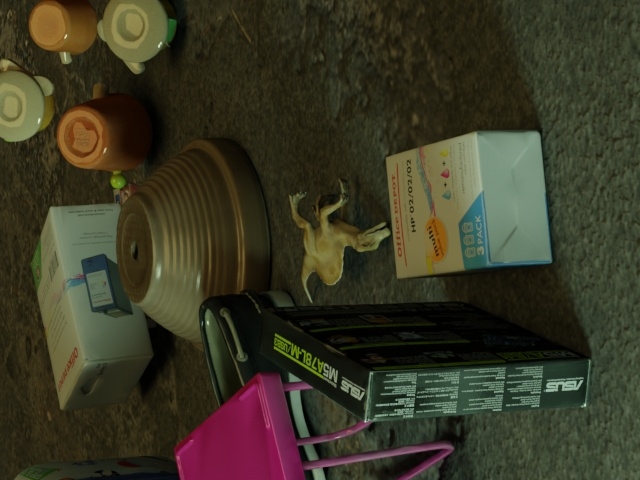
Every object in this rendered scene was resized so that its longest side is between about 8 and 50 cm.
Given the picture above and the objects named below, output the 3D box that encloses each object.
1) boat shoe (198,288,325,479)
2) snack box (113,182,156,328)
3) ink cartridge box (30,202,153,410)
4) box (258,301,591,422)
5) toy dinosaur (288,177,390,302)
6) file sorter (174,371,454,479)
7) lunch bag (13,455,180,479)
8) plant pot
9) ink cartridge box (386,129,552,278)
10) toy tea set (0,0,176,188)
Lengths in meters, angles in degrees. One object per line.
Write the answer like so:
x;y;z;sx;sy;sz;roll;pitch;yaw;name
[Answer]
-0.061;0.199;1.651;0.114;0.091;0.302;-42;56;58;boat shoe
-0.229;0.021;2.047;0.064;0.022;0.178;166;99;-65;snack box
-0.284;0.082;2.035;0.154;0.093;0.212;123;138;-55;ink cartridge box
0.075;0.088;1.257;0.184;0.191;0.045;28;115;59;box
0.000;0.000;1.552;0.183;0.053;0.092;-37;62;59;toy dinosaur
0.022;0.272;1.393;0.202;0.182;0.290;-45;54;55;file sorter
-0.254;0.401;1.893;0.115;0.243;0.303;24;113;61;lunch bag
-0.151;0.007;1.793;0.237;0.110;0.237;10;101;62;plant pot
0.106;-0.024;1.324;0.181;0.061;0.104;-13;81;64;ink cartridge box
-0.252;-0.234;1.973;0.200;0.124;0.336;35;110;17;toy tea set
